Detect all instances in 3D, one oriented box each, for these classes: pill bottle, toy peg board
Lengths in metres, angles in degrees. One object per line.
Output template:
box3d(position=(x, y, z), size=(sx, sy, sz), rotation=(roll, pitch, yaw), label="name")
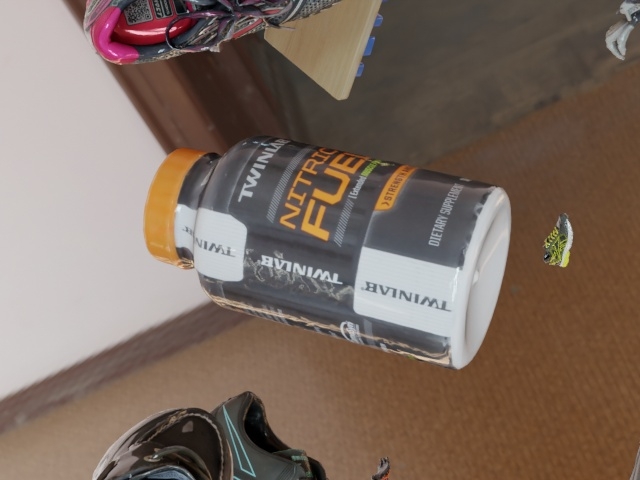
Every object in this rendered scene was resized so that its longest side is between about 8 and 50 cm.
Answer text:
box3d(position=(0.000, 0.000, 0.824), size=(0.245, 0.130, 0.130), rotation=(13, 48, 19), label="pill bottle")
box3d(position=(0.025, -0.291, 1.484), size=(0.079, 0.161, 0.160), rotation=(-15, 47, -41), label="toy peg board")

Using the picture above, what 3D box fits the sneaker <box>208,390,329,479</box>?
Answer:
box3d(position=(-0.033, 0.251, 1.029), size=(0.106, 0.101, 0.267), rotation=(-45, 66, 9), label="sneaker")

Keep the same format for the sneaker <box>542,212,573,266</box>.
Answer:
box3d(position=(0.316, 0.002, 1.558), size=(0.035, 0.083, 0.031), rotation=(-2, 33, 0), label="sneaker")

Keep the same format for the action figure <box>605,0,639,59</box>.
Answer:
box3d(position=(0.412, -0.229, 1.337), size=(0.141, 0.275, 0.164), rotation=(-37, 34, 19), label="action figure")

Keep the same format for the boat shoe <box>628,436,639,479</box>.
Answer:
box3d(position=(0.271, 0.244, 0.905), size=(0.095, 0.112, 0.335), rotation=(138, 148, -69), label="boat shoe")

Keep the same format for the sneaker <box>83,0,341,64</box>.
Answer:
box3d(position=(-0.078, -0.235, 1.111), size=(0.299, 0.121, 0.112), rotation=(-20, 28, 5), label="sneaker")

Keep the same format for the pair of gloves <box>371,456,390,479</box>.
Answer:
box3d(position=(0.065, 0.326, 1.556), size=(0.083, 0.010, 0.074), rotation=(-50, 7, 11), label="pair of gloves")

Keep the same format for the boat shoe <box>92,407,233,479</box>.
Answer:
box3d(position=(-0.086, 0.140, 0.574), size=(0.076, 0.080, 0.228), rotation=(-50, 0, 28), label="boat shoe")
